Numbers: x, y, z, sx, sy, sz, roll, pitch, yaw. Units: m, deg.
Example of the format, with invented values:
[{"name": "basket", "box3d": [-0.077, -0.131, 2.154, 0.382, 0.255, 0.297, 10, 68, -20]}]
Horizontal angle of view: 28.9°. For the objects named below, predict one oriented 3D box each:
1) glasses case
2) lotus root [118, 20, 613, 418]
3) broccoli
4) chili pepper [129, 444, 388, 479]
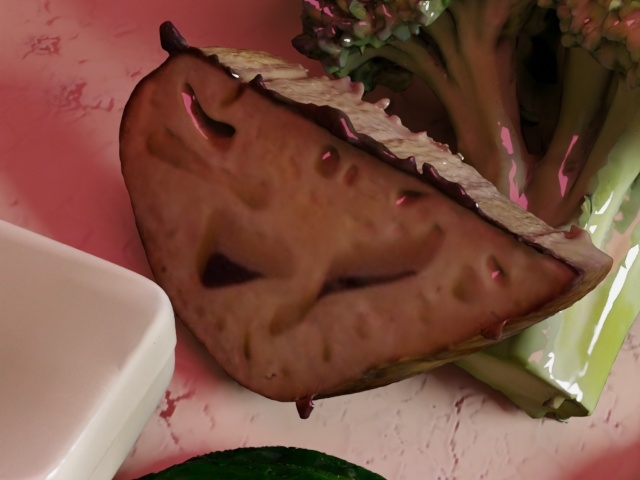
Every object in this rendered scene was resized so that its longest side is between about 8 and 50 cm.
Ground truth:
[{"name": "glasses case", "box3d": [-0.233, 0.034, 0.604, 0.312, 0.070, 0.131, 20, 51, 13]}, {"name": "lotus root", "box3d": [0.000, 0.000, 0.649, 0.260, 0.170, 0.074, 39, 22, 22]}, {"name": "broccoli", "box3d": [0.165, -0.078, 0.689, 0.375, 0.249, 0.302, 26, 50, 0]}, {"name": "chili pepper", "box3d": [-0.004, 0.159, 0.595, 0.278, 0.065, 0.122, 18, 66, 4]}]
